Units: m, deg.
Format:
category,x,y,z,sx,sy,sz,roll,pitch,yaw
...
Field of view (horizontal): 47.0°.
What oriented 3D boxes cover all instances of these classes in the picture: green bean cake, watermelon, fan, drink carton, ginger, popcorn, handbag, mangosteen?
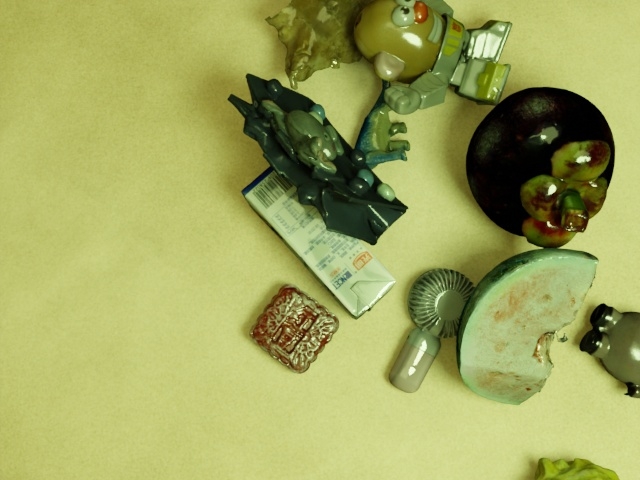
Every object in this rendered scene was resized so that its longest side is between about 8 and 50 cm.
category,x,y,z,sx,sy,sz,roll,pitch,yaw
green bean cake,-0.048,0.164,1.370,0.136,0.056,0.135,36,82,6
watermelon,0.319,0.124,1.279,0.188,0.175,0.321,15,110,-11
fan,0.201,0.167,1.362,0.130,0.074,0.244,29,87,-6
drink carton,0.000,0.000,1.360,0.107,0.130,0.315,-42,82,-4
ginger,0.000,-0.405,1.432,0.219,0.123,0.270,20,85,-13
popcorn,0.442,0.486,1.246,0.235,0.181,0.216,39,85,14
handbag,-0.006,-0.151,1.282,0.118,0.269,0.325,-47,65,17
mangosteen,0.392,-0.116,1.281,0.275,0.274,0.302,-11,40,-1

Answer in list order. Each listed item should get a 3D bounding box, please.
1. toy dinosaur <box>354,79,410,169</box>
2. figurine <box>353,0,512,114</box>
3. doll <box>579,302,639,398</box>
category,x,y,z,sx,sy,sz,roll,pitch,yaw
toy dinosaur,0.075,-0.203,1.430,0.188,0.075,0.247,-9,82,14
figurine,0.201,-0.363,1.378,0.285,0.167,0.342,17,37,-6
doll,0.604,0.207,1.323,0.257,0.117,0.181,26,76,8
